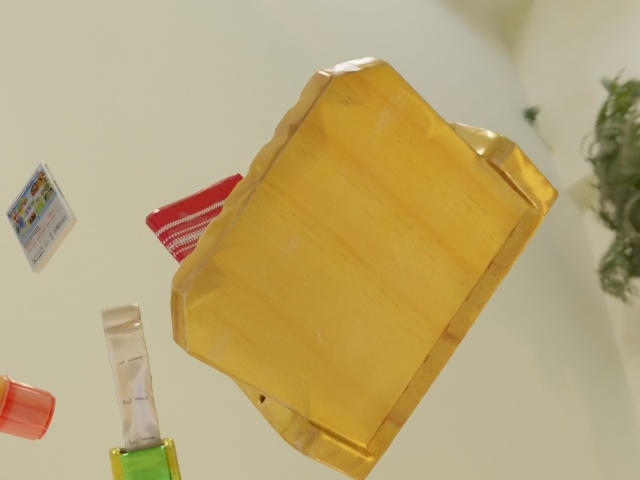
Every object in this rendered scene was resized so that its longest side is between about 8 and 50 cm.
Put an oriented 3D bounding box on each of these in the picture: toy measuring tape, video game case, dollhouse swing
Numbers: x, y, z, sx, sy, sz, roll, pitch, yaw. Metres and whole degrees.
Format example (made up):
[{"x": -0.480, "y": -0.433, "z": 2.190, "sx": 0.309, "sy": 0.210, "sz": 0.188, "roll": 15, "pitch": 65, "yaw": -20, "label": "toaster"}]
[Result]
[{"x": -0.161, "y": 0.228, "z": 0.975, "sx": 0.121, "sy": 0.121, "sz": 0.330, "roll": -51, "pitch": -40, "yaw": -64, "label": "toy measuring tape"}, {"x": -0.345, "y": -0.029, "z": 1.278, "sx": 0.011, "sy": 0.087, "sz": 0.122, "roll": 22, "pitch": -157, "yaw": -46, "label": "video game case"}, {"x": 0.000, "y": 0.000, "z": 1.031, "sx": 0.305, "sy": 0.346, "sz": 0.315, "roll": 35, "pitch": 178, "yaw": -25, "label": "dollhouse swing"}]

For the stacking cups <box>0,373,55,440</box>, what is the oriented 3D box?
[{"x": -0.474, "y": 0.172, "z": 1.225, "sx": 0.316, "sy": 0.096, "sz": 0.096, "roll": 24, "pitch": -145, "yaw": -22, "label": "stacking cups"}]

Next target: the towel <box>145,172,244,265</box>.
[{"x": -0.107, "y": 0.025, "z": 1.543, "sx": 0.199, "sy": 0.031, "sz": 0.275, "roll": -27, "pitch": -114, "yaw": -39, "label": "towel"}]
